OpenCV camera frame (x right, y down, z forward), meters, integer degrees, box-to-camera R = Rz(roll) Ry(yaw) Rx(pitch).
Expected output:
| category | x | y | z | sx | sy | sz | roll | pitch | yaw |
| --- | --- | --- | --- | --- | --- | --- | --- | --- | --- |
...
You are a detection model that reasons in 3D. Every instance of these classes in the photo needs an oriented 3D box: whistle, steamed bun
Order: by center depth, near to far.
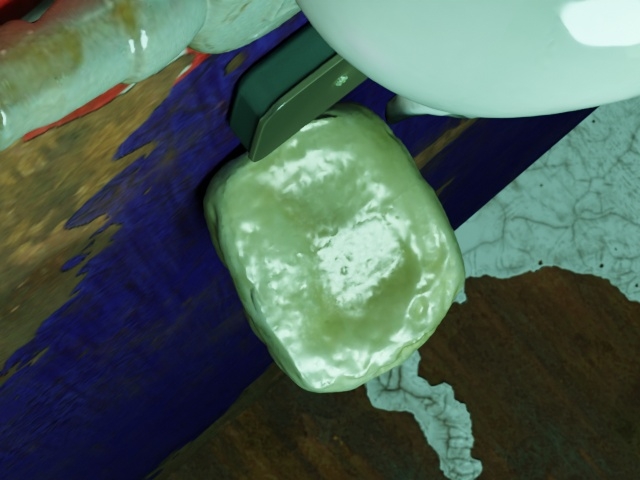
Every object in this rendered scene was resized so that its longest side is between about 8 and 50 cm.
| category | x | y | z | sx | sy | sz | roll | pitch | yaw |
| --- | --- | --- | --- | --- | --- | --- | --- | --- | --- |
| whistle | -0.047 | -0.097 | 0.711 | 0.220 | 0.057 | 0.107 | -34 | 171 | -33 |
| steamed bun | 0.000 | 0.000 | 1.221 | 0.141 | 0.172 | 0.155 | -29 | -171 | -8 |

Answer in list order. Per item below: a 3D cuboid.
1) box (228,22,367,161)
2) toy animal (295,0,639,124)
| category | x | y | z | sx | sy | sz | roll | pitch | yaw |
| --- | --- | --- | --- | --- | --- | --- | --- | --- | --- |
| box | 0.003 | -0.101 | 1.052 | 0.126 | 0.031 | 0.091 | -39 | 173 | -15 |
| toy animal | 0.070 | -0.142 | 0.571 | 0.165 | 0.187 | 0.235 | -9 | 157 | -20 |
